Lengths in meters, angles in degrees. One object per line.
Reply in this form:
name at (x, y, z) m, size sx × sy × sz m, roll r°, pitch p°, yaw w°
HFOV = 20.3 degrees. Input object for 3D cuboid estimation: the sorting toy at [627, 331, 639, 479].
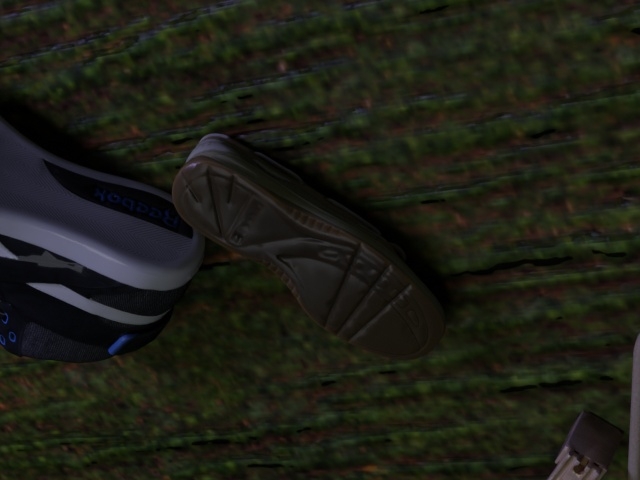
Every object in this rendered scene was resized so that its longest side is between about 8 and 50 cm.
sorting toy at (0.238, 0.131, 0.837) m, size 0.196 × 0.047 × 0.348 m, roll 12°, pitch 129°, yaw 22°

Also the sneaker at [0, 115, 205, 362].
sneaker at (-0.178, 0.000, 0.936) m, size 0.217 × 0.079 × 0.121 m, roll 26°, pitch 134°, yaw -4°

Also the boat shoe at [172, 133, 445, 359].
boat shoe at (-0.001, 0.001, 0.882) m, size 0.153 × 0.048 × 0.056 m, roll 32°, pitch 122°, yaw -4°

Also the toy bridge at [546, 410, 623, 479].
toy bridge at (0.096, 0.166, 0.933) m, size 0.026 × 0.063 × 0.188 m, roll 33°, pitch 133°, yaw 3°
